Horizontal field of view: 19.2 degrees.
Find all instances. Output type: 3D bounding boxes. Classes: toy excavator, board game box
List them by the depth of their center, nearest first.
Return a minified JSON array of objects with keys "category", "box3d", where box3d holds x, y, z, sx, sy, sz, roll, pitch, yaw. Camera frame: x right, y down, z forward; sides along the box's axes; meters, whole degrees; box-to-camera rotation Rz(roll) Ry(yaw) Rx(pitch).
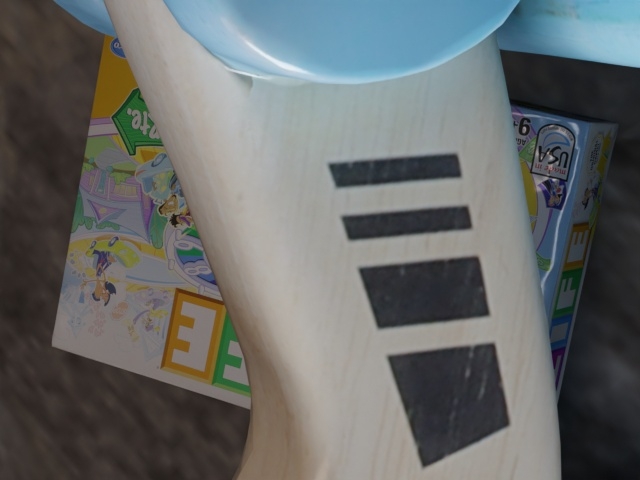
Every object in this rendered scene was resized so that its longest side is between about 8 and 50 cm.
[{"category":"toy excavator","box3d":[0.019,-0.062,0.374,0.222,0.433,0.445,15,127,62]},{"category":"board game box","box3d":[0.000,0.000,0.546,0.154,0.026,0.103,14,100,25]}]
